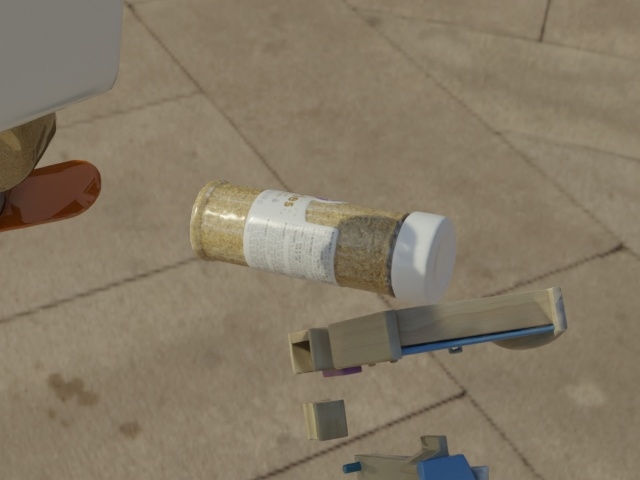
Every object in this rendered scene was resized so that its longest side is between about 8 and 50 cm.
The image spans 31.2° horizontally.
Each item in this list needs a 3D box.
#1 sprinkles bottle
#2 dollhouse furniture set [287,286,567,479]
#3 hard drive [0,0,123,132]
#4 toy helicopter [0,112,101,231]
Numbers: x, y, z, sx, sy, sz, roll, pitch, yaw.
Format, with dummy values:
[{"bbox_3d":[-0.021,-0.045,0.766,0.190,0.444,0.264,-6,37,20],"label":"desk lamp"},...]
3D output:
[{"bbox_3d":[0.000,0.000,1.554,0.356,0.121,0.121,10,40,23],"label":"sprinkles bottle"},{"bbox_3d":[0.126,0.221,1.181,0.198,0.286,0.303,-5,83,-23],"label":"dollhouse furniture set"},{"bbox_3d":[-0.211,-0.103,0.384,0.047,0.233,0.353,35,44,26],"label":"hard drive"},{"bbox_3d":[-0.297,-0.071,0.702,0.355,0.235,0.140,-4,53,37],"label":"toy helicopter"}]
